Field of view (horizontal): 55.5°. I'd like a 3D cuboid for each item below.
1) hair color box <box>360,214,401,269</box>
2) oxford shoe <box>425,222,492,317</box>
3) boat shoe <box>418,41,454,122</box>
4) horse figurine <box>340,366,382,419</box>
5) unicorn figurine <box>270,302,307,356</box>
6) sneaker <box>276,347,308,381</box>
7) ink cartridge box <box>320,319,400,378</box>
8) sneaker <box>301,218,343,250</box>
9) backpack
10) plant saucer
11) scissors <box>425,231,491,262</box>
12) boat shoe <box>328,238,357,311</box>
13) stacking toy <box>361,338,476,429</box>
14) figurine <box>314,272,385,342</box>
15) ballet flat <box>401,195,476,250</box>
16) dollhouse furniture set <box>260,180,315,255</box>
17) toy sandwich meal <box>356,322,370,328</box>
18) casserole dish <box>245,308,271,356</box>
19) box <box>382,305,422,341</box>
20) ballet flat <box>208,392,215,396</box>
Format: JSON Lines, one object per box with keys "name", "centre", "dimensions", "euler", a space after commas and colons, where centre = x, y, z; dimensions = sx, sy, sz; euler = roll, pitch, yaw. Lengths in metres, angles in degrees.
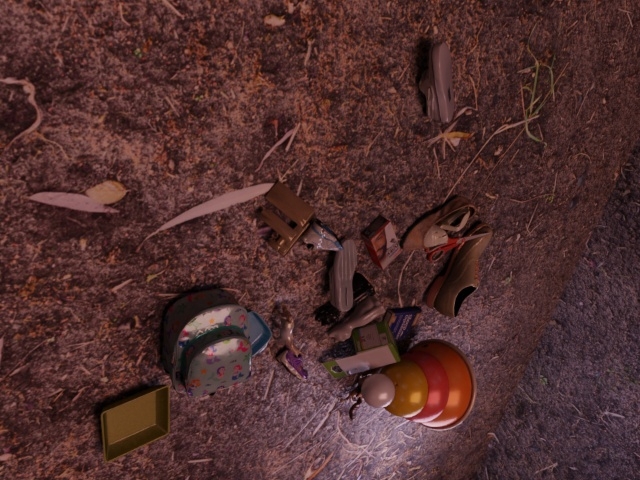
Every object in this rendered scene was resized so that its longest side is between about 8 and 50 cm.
{"name": "hair color box", "centre": [0.198, 0.008, 1.966], "dimensions": [0.093, 0.053, 0.167], "euler": [-43, 139, -13]}
{"name": "oxford shoe", "centre": [0.572, 0.120, 2.351], "dimensions": [0.140, 0.146, 0.397], "euler": [29, 92, -49]}
{"name": "boat shoe", "centre": [0.325, -0.448, 1.735], "dimensions": [0.096, 0.088, 0.268], "euler": [-66, 153, -24]}
{"name": "horse figurine", "centre": [0.164, 0.540, 2.306], "dimensions": [0.174, 0.066, 0.264], "euler": [14, 99, -57]}
{"name": "unicorn figurine", "centre": [-0.102, 0.274, 1.806], "dimensions": [0.060, 0.111, 0.162], "euler": [-30, 136, -28]}
{"name": "sneaker", "centre": [-0.075, 0.399, 1.965], "dimensions": [0.071, 0.068, 0.170], "euler": [-50, 141, -15]}
{"name": "ink cartridge box", "centre": [0.137, 0.388, 2.146], "dimensions": [0.255, 0.097, 0.189], "euler": [-17, 148, 8]}
{"name": "sneaker", "centre": [0.000, 0.000, 1.748], "dimensions": [0.083, 0.071, 0.190], "euler": [-40, 150, 9]}
{"name": "backpack", "centre": [-0.285, 0.259, 1.556], "dimensions": [0.225, 0.191, 0.254], "euler": [-10, 117, -31]}
{"name": "plant saucer", "centre": [-0.492, 0.471, 1.604], "dimensions": [0.188, 0.045, 0.188], "euler": [-17, 128, -37]}
{"name": "scissors", "centre": [0.515, -0.005, 2.253], "dimensions": [0.297, 0.021, 0.109], "euler": [-23, 131, -13]}
{"name": "boat shoe", "centre": [0.056, 0.104, 1.875], "dimensions": [0.083, 0.075, 0.227], "euler": [-1, 98, -40]}
{"name": "stacking toy", "centre": [0.326, 0.539, 2.250], "dimensions": [0.479, 0.350, 0.351], "euler": [11, 109, -48]}
{"name": "figurine", "centre": [0.094, 0.238, 2.015], "dimensions": [0.209, 0.092, 0.215], "euler": [-39, 140, -7]}
{"name": "ballet flat", "centre": [0.420, -0.050, 2.108], "dimensions": [0.316, 0.106, 0.108], "euler": [-38, 139, -20]}
{"name": "dollhouse furniture set", "centre": [-0.105, -0.053, 1.631], "dimensions": [0.144, 0.123, 0.151], "euler": [-51, 176, -4]}
{"name": "toy sandwich meal", "centre": [0.159, 0.288, 2.150], "dimensions": [0.085, 0.029, 0.086], "euler": [-26, 134, -31]}
{"name": "casserole dish", "centre": [-0.211, 0.264, 1.748], "dimensions": [0.114, 0.037, 0.188], "euler": [-44, 141, -13]}
{"name": "box", "centre": [0.310, 0.321, 2.326], "dimensions": [0.225, 0.036, 0.137], "euler": [0, 118, -47]}
{"name": "ballet flat", "centre": [-0.269, 0.374, 1.734], "dimensions": [0.057, 0.049, 0.173], "euler": [24, 110, -38]}
